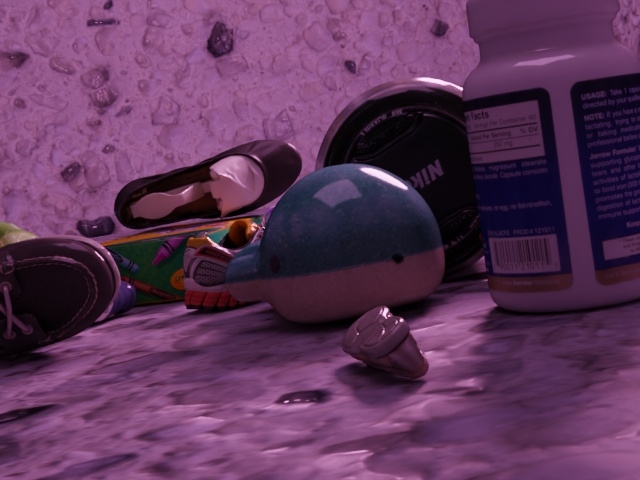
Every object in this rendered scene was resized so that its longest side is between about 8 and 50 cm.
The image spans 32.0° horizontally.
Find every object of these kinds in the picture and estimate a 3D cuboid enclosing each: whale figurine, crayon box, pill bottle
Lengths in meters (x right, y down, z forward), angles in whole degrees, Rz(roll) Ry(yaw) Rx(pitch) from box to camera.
[{"bbox_3d":[0.000,0.000,1.091,0.216,0.141,0.272,-11,5,-27],"label":"whale figurine"},{"bbox_3d":[-0.182,0.024,1.502,0.165,0.081,0.278,-7,5,13],"label":"crayon box"},{"bbox_3d":[0.202,-0.081,0.943,0.153,0.265,0.153,-8,5,1],"label":"pill bottle"}]

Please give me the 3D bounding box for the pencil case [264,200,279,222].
[{"bbox_3d":[-0.038,-0.028,1.831,0.086,0.088,0.206,13,10,8],"label":"pencil case"}]

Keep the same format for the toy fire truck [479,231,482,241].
[{"bbox_3d":[0.242,-0.015,1.082,0.047,0.135,0.192,-12,-31,-35],"label":"toy fire truck"}]

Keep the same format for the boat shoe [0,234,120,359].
[{"bbox_3d":[-0.348,0.078,1.104,0.335,0.112,0.095,-12,20,27],"label":"boat shoe"}]

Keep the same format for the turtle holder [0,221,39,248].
[{"bbox_3d":[-0.615,0.022,1.699,0.320,0.243,0.227,32,6,-23],"label":"turtle holder"}]

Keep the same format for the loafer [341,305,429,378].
[{"bbox_3d":[0.046,0.076,0.786,0.045,0.039,0.125,-42,6,-5],"label":"loafer"}]

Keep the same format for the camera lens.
[{"bbox_3d":[0.110,-0.074,1.299,0.219,0.219,0.274,-8,4,5],"label":"camera lens"}]

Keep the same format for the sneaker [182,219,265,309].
[{"bbox_3d":[-0.058,0.017,1.286,0.225,0.093,0.088,-12,6,-41],"label":"sneaker"}]

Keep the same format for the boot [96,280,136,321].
[{"bbox_3d":[-0.316,0.074,1.319,0.190,0.069,0.086,1,1,19],"label":"boot"}]

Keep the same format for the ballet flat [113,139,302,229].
[{"bbox_3d":[-0.161,-0.066,1.570,0.280,0.095,0.096,-17,12,11],"label":"ballet flat"}]
